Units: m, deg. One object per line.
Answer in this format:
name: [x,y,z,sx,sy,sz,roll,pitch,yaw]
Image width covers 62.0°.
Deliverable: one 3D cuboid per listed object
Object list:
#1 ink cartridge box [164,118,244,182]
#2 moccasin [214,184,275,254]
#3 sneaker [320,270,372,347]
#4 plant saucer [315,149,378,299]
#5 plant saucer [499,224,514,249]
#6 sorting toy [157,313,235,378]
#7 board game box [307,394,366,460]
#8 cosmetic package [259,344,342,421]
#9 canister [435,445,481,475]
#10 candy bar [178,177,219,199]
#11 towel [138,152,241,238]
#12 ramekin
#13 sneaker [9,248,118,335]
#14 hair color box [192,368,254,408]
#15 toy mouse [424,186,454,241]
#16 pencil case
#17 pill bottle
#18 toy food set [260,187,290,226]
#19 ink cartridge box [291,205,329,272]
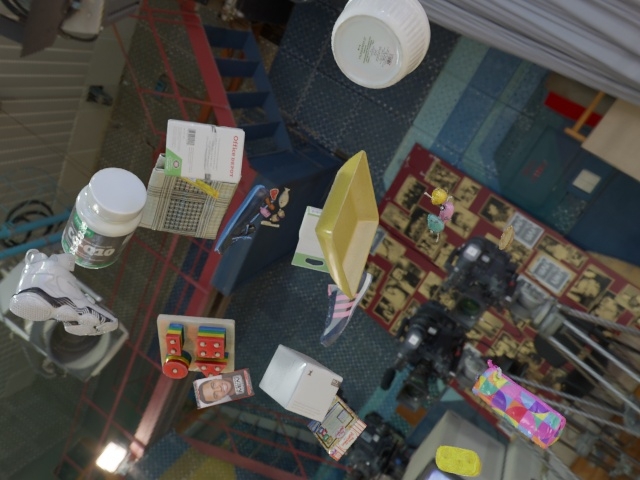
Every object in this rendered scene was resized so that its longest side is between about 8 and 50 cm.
ink cartridge box: [-0.344,-0.265,1.584,0.092,0.220,0.160,-124,42,-71]
moccasin: [-0.311,-0.069,2.222,0.342,0.117,0.137,-52,19,10]
sneaker: [0.060,0.231,1.954,0.319,0.131,0.112,-59,10,-13]
plant saucer: [0.078,-0.044,1.594,0.332,0.081,0.332,71,-147,-49]
plant saucer: [0.581,-0.008,1.651,0.083,0.015,0.083,21,-90,-89]
sorting toy: [-0.430,0.385,1.838,0.089,0.257,0.255,-90,6,-53]
board game box: [0.051,0.620,1.784,0.146,0.045,0.193,-47,23,-8]
cosmetic package: [-0.062,0.441,1.656,0.184,0.151,0.151,16,77,57]
canister: [0.435,0.693,1.662,0.170,0.126,0.073,52,-135,-57]
candy bar: [-0.421,-0.194,1.843,0.018,0.162,0.040,-41,31,36]
towel: [-0.485,-0.148,1.963,0.324,0.312,0.056,-62,30,29]
ramekin: [0.122,-0.431,1.151,0.109,0.207,0.207,-56,-11,-38]
sneaker: [-0.785,0.165,1.682,0.138,0.210,0.366,-20,-31,22]
hair color box: [-0.248,0.379,1.365,0.141,0.071,0.043,-8,-15,-28]
toy mouse: [0.304,-0.062,1.329,0.161,0.031,0.143,-23,-64,-53]
pencil case: [0.500,0.416,1.355,0.104,0.236,0.104,-31,-39,-29]
pill bottle: [-0.710,-0.070,1.752,0.361,0.204,0.204,-42,1,45]
toy food set: [-0.137,-0.100,1.568,0.019,0.078,0.122,-112,33,-73]
ink cartridge box: [0.000,0.000,2.014,0.056,0.171,0.235,-93,19,-58]
